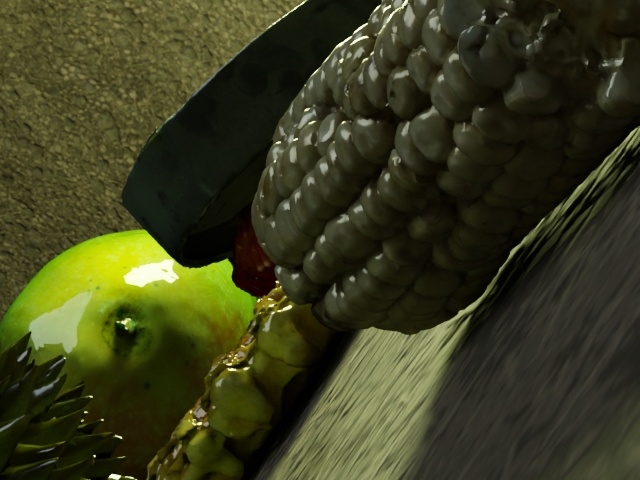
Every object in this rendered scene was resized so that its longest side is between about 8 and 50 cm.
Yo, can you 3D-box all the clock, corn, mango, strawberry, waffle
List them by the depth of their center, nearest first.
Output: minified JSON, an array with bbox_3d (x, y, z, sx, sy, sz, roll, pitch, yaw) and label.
[{"bbox_3d":[0.039,-0.033,0.551,0.087,0.087,0.211,-57,3,-24],"label":"corn"},{"bbox_3d":[-0.019,0.051,1.127,0.291,0.051,0.291,-56,0,0],"label":"waffle"},{"bbox_3d":[0.002,-0.094,1.349,0.312,0.061,0.312,-37,-9,-7],"label":"clock"},{"bbox_3d":[0.000,0.000,1.349,0.121,0.082,0.188,-38,-15,-19],"label":"strawberry"},{"bbox_3d":[-0.152,0.097,1.595,0.382,0.201,0.225,-28,-38,-88],"label":"mango"}]

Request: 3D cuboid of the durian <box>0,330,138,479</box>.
[{"bbox_3d":[-0.153,0.164,0.805,0.157,0.169,0.355,-58,-3,-39],"label":"durian"}]
